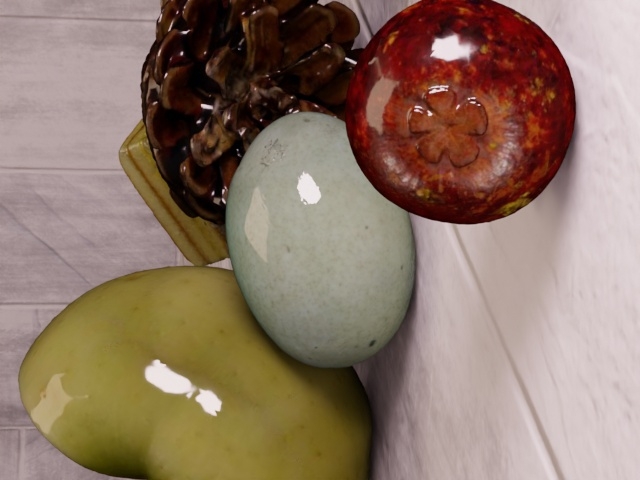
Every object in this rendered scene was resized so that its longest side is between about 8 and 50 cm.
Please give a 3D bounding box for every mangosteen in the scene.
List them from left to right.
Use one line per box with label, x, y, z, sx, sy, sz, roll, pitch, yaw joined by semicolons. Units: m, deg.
mangosteen;0.085;-0.089;0.992;0.181;0.146;0.155;-117;26;-69

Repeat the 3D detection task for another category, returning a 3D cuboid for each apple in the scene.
apple;-0.106;0.177;1.513;0.360;0.312;0.320;-35;-64;-69

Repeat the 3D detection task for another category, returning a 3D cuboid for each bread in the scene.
bread;-0.113;-0.110;1.768;0.111;0.234;0.184;-6;127;46

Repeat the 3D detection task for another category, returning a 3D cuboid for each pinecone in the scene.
pinecone;-0.064;-0.152;1.544;0.296;0.242;0.298;-118;30;-70

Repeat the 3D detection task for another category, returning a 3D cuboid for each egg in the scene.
egg;0.000;0.000;1.374;0.169;0.169;0.236;178;77;-80
